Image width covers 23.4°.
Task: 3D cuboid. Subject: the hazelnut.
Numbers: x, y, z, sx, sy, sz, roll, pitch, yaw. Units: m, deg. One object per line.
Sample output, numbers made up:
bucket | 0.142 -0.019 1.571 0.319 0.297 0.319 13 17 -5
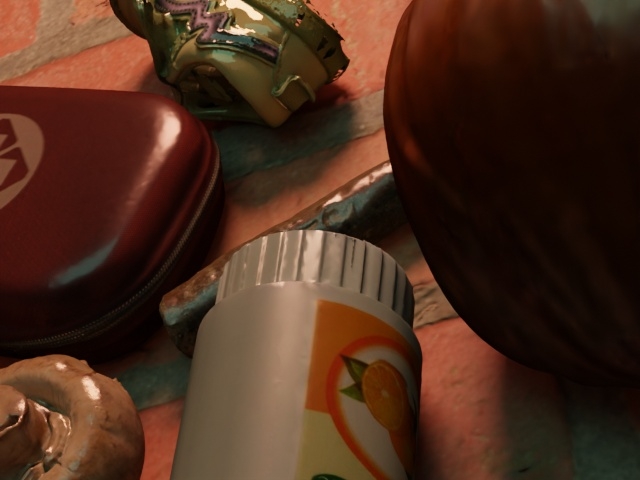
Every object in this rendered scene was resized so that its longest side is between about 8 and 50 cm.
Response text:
hazelnut | 0.208 -0.081 1.006 0.372 0.315 0.372 -10 73 34

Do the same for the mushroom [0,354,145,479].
mushroom | -0.207 0.154 1.107 0.166 0.127 0.166 -10 44 9

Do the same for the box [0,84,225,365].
box | -0.274 -0.023 1.316 0.404 0.108 0.263 5 53 29

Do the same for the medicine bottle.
medicine bottle | -0.018 0.152 0.990 0.158 0.158 0.318 -10 47 19

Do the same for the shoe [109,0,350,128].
shoe | -0.097 -0.182 1.350 0.262 0.140 0.128 20 55 34

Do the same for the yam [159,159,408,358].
yam | 0.000 0.000 1.195 0.274 0.061 0.061 -31 44 -4
